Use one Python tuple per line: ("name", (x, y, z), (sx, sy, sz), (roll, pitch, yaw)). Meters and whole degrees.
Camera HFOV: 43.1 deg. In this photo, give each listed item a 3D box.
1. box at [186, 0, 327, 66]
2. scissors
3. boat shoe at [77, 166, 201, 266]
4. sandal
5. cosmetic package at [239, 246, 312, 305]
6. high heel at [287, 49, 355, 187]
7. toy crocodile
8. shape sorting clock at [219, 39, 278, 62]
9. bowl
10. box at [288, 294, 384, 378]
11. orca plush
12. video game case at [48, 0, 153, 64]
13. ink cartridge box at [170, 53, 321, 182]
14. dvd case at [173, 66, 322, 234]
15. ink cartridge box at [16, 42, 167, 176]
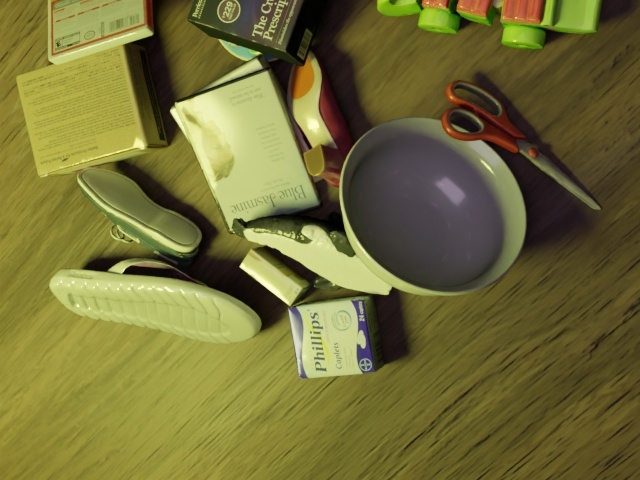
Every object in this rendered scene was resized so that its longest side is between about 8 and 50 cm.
("box", (-0.077, -0.439, 1.306), (0.184, 0.103, 0.261), (21, 94, 18))
("scissors", (0.322, -0.154, 1.272), (0.297, 0.021, 0.109), (26, 61, -2))
("boat shoe", (-0.329, -0.041, 1.458), (0.255, 0.095, 0.079), (29, 134, 1))
("sandal", (-0.297, 0.086, 1.448), (0.417, 0.169, 0.102), (8, 56, 17))
("cosmetic package", (-0.077, 0.061, 1.403), (0.115, 0.060, 0.041), (37, 103, 10))
("high heel", (0.017, -0.204, 1.366), (0.082, 0.117, 0.244), (-29, 63, 34))
("toy crocodile", (0.253, -0.367, 1.240), (0.341, 0.105, 0.115), (14, 98, 16))
("shape sorting clock", (-0.099, -0.407, 1.384), (0.206, 0.040, 0.206), (1, 94, 17))
("bowl", (0.156, -0.032, 1.252), (0.298, 0.134, 0.297), (6, 63, -12))
("box", (0.027, 0.163, 1.370), (0.137, 0.072, 0.126), (-9, 91, 19))
("orca plush", (0.000, 0.000, 1.374), (0.287, 0.102, 0.151), (11, 139, 18))
("video game case", (-0.393, -0.465, 1.436), (0.204, 0.025, 0.285), (-12, 72, 18))
("ink cartridge box", (-0.124, -0.177, 1.415), (0.189, 0.066, 0.232), (-26, 108, 19))
("dvd case", (-0.123, -0.147, 1.382), (0.180, 0.022, 0.253), (-16, 107, 18))
("ink cartridge box", (-0.414, -0.233, 1.473), (0.235, 0.088, 0.193), (-12, 92, 18))
